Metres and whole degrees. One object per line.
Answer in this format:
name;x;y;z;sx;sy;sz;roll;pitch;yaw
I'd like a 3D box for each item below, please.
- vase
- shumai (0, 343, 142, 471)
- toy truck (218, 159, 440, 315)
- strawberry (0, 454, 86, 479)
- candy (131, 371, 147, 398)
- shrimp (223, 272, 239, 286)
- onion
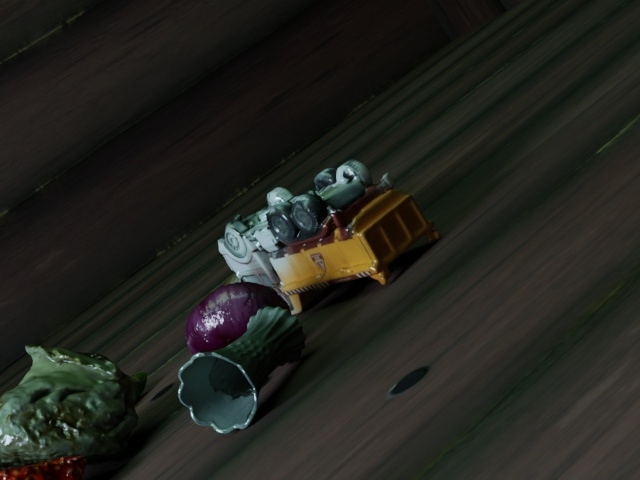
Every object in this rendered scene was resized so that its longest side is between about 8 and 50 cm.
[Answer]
vase;-0.067;0.114;1.187;0.081;0.081;0.149;-31;5;28
shumai;-0.284;0.174;1.353;0.184;0.142;0.184;-6;-16;-2
toy truck;0.000;0.000;1.414;0.114;0.135;0.270;-37;12;-33
strawberry;-0.336;0.284;1.251;0.228;0.098;0.174;-15;-12;-12
candy;-0.304;0.233;1.621;0.178;0.032;0.102;-32;4;27
shrimp;-0.059;0.036;1.738;0.185;0.068;0.287;-37;-3;-41
onion;-0.083;0.095;1.302;0.115;0.104;0.115;-7;-26;-3
